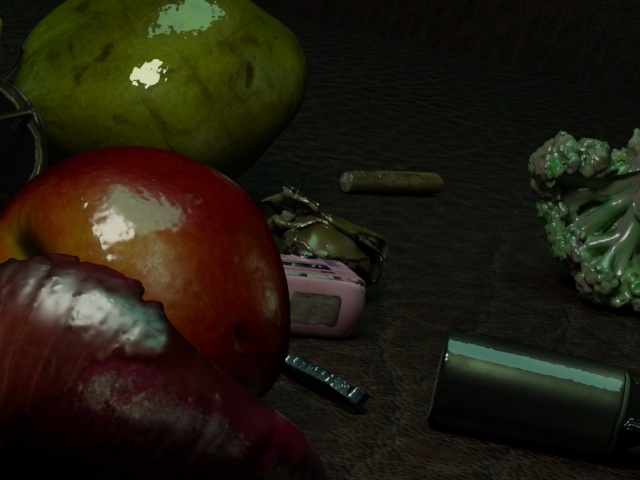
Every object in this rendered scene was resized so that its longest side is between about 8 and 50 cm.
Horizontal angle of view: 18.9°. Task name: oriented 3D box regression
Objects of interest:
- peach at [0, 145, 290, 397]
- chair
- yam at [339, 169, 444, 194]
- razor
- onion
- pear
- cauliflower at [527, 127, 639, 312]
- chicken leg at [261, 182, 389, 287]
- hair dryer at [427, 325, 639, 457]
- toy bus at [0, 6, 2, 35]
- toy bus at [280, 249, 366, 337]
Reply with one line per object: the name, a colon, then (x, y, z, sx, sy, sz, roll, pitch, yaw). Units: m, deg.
peach: (-0.121, 0.039, 1.360, 0.243, 0.200, 0.243, 20, 15, -5)
chair: (-0.330, -0.088, 1.823, 0.170, 0.160, 0.325, 18, 16, 21)
yam: (0.089, -0.071, 2.353, 0.145, 0.032, 0.032, -1, 17, -36)
razor: (-0.028, 0.095, 1.566, 0.190, 0.033, 0.066, 27, 65, 42)
onion: (-0.132, 0.133, 1.070, 0.272, 0.195, 0.272, 23, -20, 9)
pear: (-0.175, -0.164, 2.080, 0.321, 0.269, 0.269, -4, 15, -6)
cauliflower: (0.362, -0.059, 2.010, 0.256, 0.315, 0.239, -22, 59, -42)
chicken leg: (0.006, 0.005, 1.849, 0.125, 0.080, 0.196, 38, 7, 14)
hair dryer: (0.191, 0.115, 1.591, 0.195, 0.078, 0.248, 13, 8, 2)
toy bus: (-0.524, -0.254, 2.373, 0.151, 0.145, 0.331, -3, 20, -40)
toy bus: (-0.059, 0.042, 1.690, 0.203, 0.063, 0.090, 6, 14, -23)
